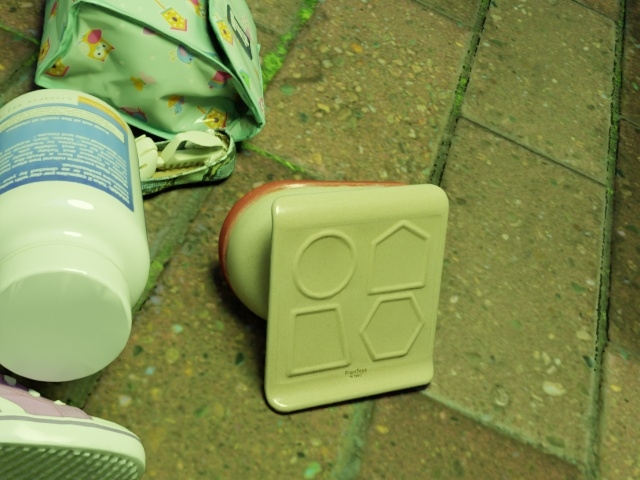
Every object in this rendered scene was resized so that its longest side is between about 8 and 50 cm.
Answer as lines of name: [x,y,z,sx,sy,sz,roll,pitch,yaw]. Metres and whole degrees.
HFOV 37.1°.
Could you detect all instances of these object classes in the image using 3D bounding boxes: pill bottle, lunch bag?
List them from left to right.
pill bottle: [-0.228,-0.009,0.829,0.152,0.152,0.272,9,31,-19]
lunch bag: [-0.180,-0.240,1.113,0.262,0.160,0.223,19,38,-25]

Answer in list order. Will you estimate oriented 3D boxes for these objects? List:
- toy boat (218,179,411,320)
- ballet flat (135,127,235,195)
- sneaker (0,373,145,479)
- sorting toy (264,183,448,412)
toy boat: [0.000,0.000,1.007,0.231,0.151,0.151,-1,20,-28]
ballet flat: [-0.174,-0.090,1.037,0.188,0.070,0.070,-17,59,-37]
sneaker: [-0.277,0.118,0.765,0.282,0.102,0.161,12,42,-16]
sorting toy: [0.033,0.052,0.932,0.193,0.208,0.038,-6,16,-28]
